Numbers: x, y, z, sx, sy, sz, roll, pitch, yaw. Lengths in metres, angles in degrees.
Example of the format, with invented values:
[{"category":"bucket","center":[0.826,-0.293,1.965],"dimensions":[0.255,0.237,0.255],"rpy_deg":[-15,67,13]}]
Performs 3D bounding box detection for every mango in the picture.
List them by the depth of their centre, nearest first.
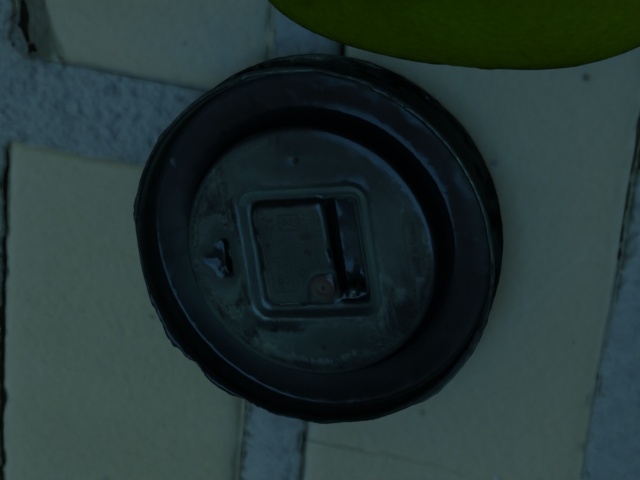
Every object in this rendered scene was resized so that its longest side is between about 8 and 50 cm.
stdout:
[{"category":"mango","center":[0.078,-0.162,0.938],"dimensions":[0.273,0.185,0.149],"rpy_deg":[-1,84,20]}]

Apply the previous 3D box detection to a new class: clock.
[{"category":"clock","center":[0.000,0.000,1.107],"dimensions":[0.226,0.049,0.226],"rpy_deg":[7,112,18]}]
